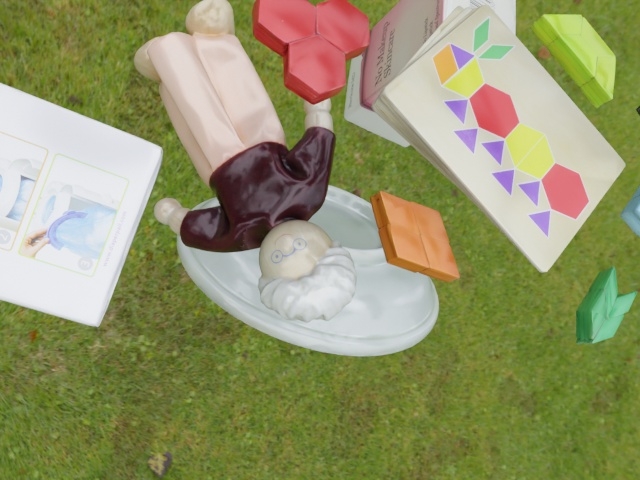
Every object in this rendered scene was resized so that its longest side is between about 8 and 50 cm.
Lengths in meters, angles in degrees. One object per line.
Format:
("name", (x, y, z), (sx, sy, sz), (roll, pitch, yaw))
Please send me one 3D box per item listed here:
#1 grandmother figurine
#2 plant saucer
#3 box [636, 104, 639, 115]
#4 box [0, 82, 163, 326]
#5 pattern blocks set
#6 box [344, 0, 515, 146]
("grandmother figurine", (-0.074, -0.069, 0.538), (0.342, 0.208, 0.104), (59, 18, 21))
("plant saucer", (0.000, 0.000, 0.813), (0.401, 0.400, 0.100), (3, 122, -32))
("box", (0.542, -0.120, 0.556), (0.293, 0.073, 0.295), (-35, 76, -3))
("box", (-0.204, -0.040, 0.311), (0.203, 0.114, 0.103), (21, 89, -17))
("pattern blocks set", (0.133, -0.083, 0.411), (0.285, 0.026, 0.324), (-35, 89, -26))
("box", (0.152, -0.262, 0.808), (0.127, 0.232, 0.148), (18, 67, -25))
